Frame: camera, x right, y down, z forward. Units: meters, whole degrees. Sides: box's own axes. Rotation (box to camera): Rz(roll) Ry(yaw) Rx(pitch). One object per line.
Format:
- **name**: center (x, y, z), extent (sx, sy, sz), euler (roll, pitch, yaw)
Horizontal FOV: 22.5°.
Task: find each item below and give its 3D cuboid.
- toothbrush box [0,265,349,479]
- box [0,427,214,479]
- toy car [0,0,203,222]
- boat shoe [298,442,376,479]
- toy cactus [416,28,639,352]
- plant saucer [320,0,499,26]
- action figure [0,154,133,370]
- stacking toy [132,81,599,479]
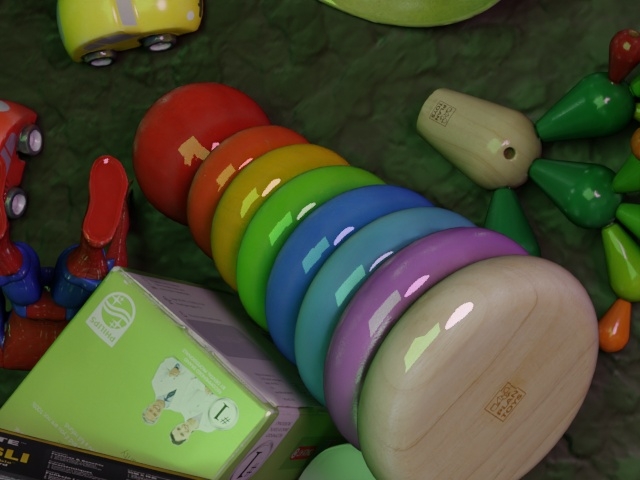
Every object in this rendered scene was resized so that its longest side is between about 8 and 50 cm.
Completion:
- **toothbrush box**: center (-0.120, 0.165, 0.906), extent (0.122, 0.206, 0.283), euler (40, 97, 18)
- **box**: center (-0.083, 0.241, 0.766), extent (0.322, 0.079, 0.257), euler (14, 98, -6)
- **toy car**: center (-0.222, -0.147, 1.057), extent (0.239, 0.053, 0.225), euler (-46, 73, 8)
- **boat shoe**: center (0.045, 0.261, 0.896), extent (0.108, 0.102, 0.301), euler (-8, 85, 42)
- **toy cactus**: center (0.128, -0.033, 0.914), extent (0.180, 0.112, 0.219), euler (32, 104, 29)
- **plant saucer**: center (0.024, -0.230, 0.921), extent (0.241, 0.241, 0.037), euler (25, 55, 19)
- **action figure**: center (-0.153, -0.007, 0.925), extent (0.091, 0.280, 0.139), euler (4, 66, -8)
- **stacking toy**: center (0.000, 0.000, 0.891), extent (0.141, 0.141, 0.330), euler (-53, 46, 5)
